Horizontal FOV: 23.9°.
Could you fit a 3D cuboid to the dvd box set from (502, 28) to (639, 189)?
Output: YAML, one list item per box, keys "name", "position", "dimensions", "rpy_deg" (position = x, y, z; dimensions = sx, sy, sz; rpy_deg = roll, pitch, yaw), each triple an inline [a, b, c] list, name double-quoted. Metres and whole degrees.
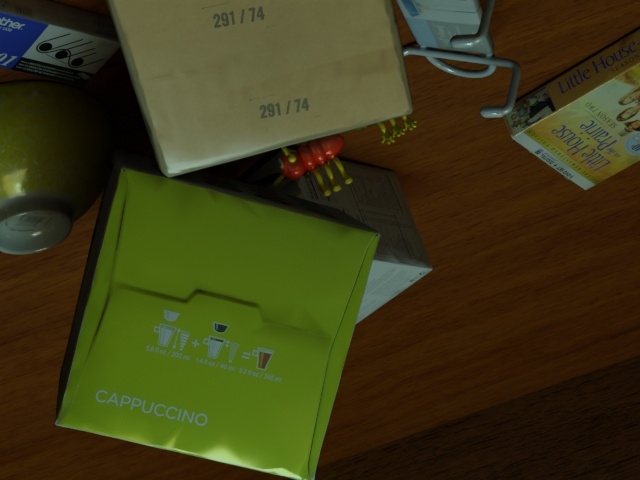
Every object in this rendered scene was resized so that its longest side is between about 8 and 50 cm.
- name: "dvd box set"
  position: [0.542, -0.245, 2.461]
  dimensions: [0.420, 0.062, 0.308]
  rpy_deg: [-30, 150, 22]

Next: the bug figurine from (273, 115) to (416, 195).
- name: "bug figurine"
  position: [-0.008, -0.162, 1.975]
  dimensions: [0.216, 0.279, 0.072]
  rpy_deg: [-30, 121, -12]

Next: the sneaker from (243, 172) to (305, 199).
- name: "sneaker"
  position: [-0.153, -0.006, 2.301]
  dimensions: [0.331, 0.146, 0.122]
  rpy_deg: [-8, -164, 39]

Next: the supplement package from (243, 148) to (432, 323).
- name: "supplement package"
  position: [0.000, 0.000, 2.434]
  dimensions: [0.263, 0.198, 0.199]
  rpy_deg: [9, 143, -46]

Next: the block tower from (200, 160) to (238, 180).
- name: "block tower"
  position: [-0.160, -0.191, 2.107]
  dimensions: [0.091, 0.097, 0.335]
  rpy_deg: [-11, 151, -14]

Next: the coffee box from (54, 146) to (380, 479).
- name: "coffee box"
  position: [-0.148, 0.089, 2.001]
  dimensions: [0.338, 0.338, 0.334]
  rpy_deg: [15, -175, -10]

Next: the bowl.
- name: "bowl"
  position: [-0.416, -0.074, 2.101]
  dimensions: [0.290, 0.156, 0.289]
  rpy_deg: [-14, 153, -7]

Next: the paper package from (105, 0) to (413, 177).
- name: "paper package"
  position: [-0.083, -0.265, 1.805]
  dimensions: [0.325, 0.168, 0.309]
  rpy_deg: [-17, 122, -4]

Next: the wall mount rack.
- name: "wall mount rack"
  position: [0.110, -0.273, 2.093]
  dimensions: [0.304, 0.130, 0.350]
  rpy_deg: [9, 160, 22]

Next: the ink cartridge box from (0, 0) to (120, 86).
- name: "ink cartridge box"
  position: [-0.364, -0.258, 1.908]
  dimensions: [0.207, 0.046, 0.097]
  rpy_deg: [10, 141, -42]
